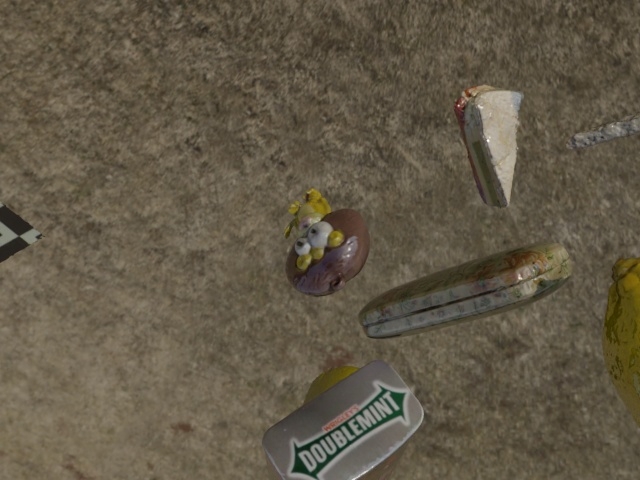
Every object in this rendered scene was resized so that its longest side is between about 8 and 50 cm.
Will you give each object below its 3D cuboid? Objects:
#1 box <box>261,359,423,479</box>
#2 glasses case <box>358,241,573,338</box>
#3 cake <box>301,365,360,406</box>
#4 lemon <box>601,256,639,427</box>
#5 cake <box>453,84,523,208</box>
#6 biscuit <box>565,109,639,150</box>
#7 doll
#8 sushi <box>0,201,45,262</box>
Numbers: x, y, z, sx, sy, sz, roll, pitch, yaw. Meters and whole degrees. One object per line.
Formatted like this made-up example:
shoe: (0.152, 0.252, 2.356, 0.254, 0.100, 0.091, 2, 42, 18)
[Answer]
box: (0.014, 0.189, 0.575, 0.069, 0.120, 0.224, 52, 159, 23)
glasses case: (0.235, 0.094, 1.165, 0.425, 0.156, 0.098, -25, 87, 49)
cake: (0.058, 0.399, 1.547, 0.179, 0.156, 0.260, 33, 135, -9)
lemon: (0.488, 0.138, 0.810, 0.268, 0.268, 0.322, -38, 92, 34)
cake: (0.295, -0.175, 1.223, 0.117, 0.086, 0.220, 7, 98, -18)
biscuit: (0.548, -0.204, 1.121, 0.250, 0.133, 0.032, -15, 97, 43)
doll: (-0.007, 0.005, 1.000, 0.145, 0.188, 0.096, -54, 135, -3)
sushi: (-0.630, -0.036, 0.887, 0.343, 0.359, 0.064, 35, 133, 13)
